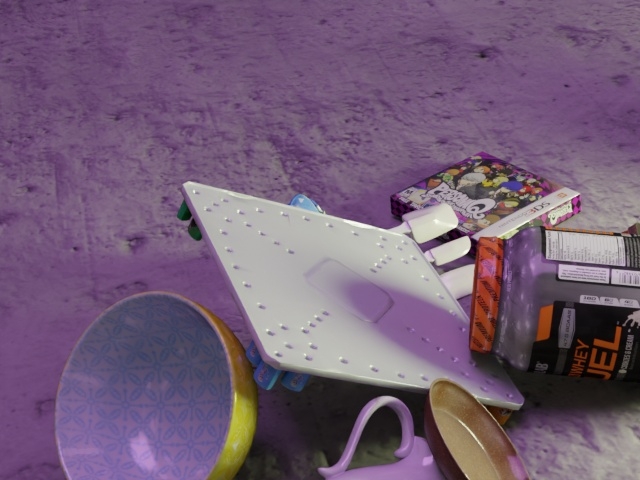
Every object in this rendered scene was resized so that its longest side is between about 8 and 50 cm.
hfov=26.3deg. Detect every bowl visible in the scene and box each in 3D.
[{"bbox_3d":[-0.179,0.217,1.729,0.289,0.289,0.156,17,-2,36],"label":"bowl"}]

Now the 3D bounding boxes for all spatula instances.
[{"bbox_3d":[0.122,0.038,2.050,0.242,0.019,0.168,-20,64,-17],"label":"spatula"}]

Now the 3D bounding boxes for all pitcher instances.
[{"bbox_3d":[0.050,0.291,1.570,0.207,0.177,0.125,-26,-4,-29],"label":"pitcher"}]

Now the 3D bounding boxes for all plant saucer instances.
[{"bbox_3d":[0.180,0.254,1.614,0.036,0.198,0.198,-38,24,21],"label":"plant saucer"}]

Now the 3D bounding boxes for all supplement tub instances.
[{"bbox_3d":[0.355,0.083,1.769,0.316,0.193,0.193,5,33,5],"label":"supplement tub"}]

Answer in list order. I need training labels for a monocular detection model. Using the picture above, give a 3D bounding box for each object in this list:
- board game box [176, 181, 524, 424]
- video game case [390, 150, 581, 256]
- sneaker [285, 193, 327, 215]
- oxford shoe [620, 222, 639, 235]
[{"bbox_3d":[0.029,0.083,1.799,0.390,0.050,0.390,13,28,-31],"label":"board game box"},{"bbox_3d":[0.264,-0.059,2.210,0.210,0.041,0.232,-25,35,-28],"label":"video game case"},{"bbox_3d":[0.000,0.000,2.099,0.240,0.126,0.091,6,34,23],"label":"sneaker"},{"bbox_3d":[0.445,0.065,1.956,0.076,0.076,0.212,-31,26,24],"label":"oxford shoe"}]
